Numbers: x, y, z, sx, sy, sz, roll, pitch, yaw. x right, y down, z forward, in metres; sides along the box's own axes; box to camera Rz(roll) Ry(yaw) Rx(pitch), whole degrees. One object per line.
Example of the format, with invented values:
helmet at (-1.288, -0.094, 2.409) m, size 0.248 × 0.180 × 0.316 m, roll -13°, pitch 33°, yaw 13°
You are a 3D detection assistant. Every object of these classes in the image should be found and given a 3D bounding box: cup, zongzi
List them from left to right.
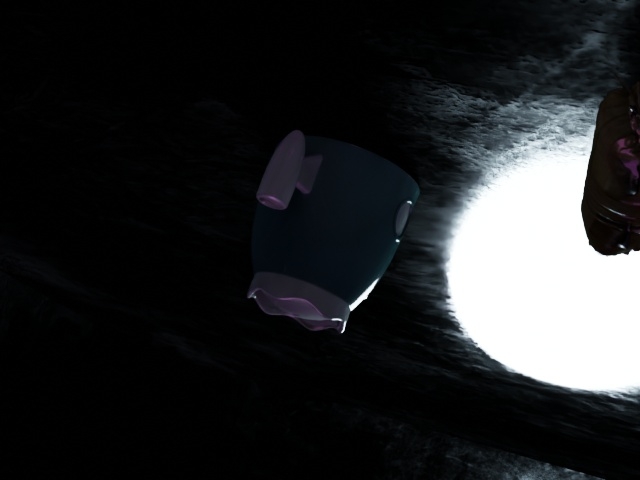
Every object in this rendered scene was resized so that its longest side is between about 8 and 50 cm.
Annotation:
cup at (0.000, 0.000, 1.099) m, size 0.167 × 0.173 × 0.299 m, roll 14°, pitch 164°, yaw 25°
zongzi at (0.290, -0.064, 0.766) m, size 0.178 × 0.081 × 0.189 m, roll -4°, pitch 147°, yaw 5°
